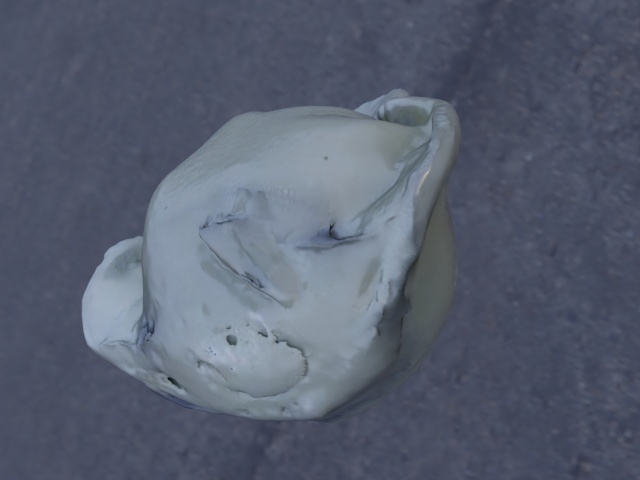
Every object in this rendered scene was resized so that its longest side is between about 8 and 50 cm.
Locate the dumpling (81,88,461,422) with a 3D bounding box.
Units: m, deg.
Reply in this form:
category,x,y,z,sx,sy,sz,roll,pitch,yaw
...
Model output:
category,x,y,z,sx,sy,sz,roll,pitch,yaw
dumpling,0.000,0.000,1.030,0.318,0.187,0.243,-23,21,39
